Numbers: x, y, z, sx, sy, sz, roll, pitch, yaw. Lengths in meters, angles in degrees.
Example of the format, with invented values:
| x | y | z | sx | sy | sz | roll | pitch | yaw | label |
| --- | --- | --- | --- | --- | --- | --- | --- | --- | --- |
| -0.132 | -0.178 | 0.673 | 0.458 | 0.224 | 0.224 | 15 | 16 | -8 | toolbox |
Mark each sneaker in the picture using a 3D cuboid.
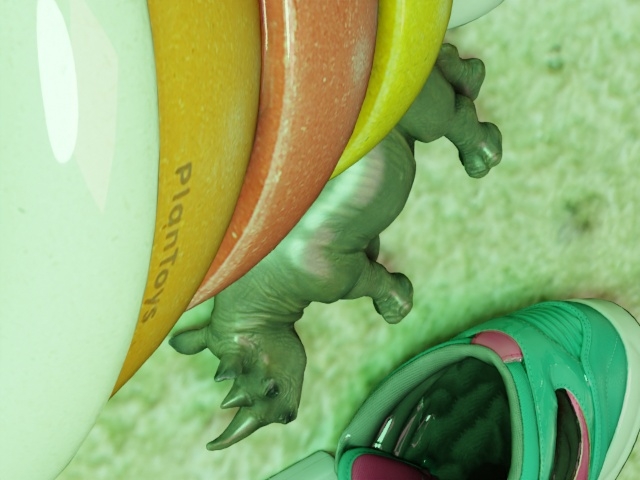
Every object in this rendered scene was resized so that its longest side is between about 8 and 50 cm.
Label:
| x | y | z | sx | sy | sz | roll | pitch | yaw | label |
| --- | --- | --- | --- | --- | --- | --- | --- | --- | --- |
| 0.081 | 0.174 | 1.062 | 0.178 | 0.124 | 0.295 | 5 | 100 | -48 | sneaker |

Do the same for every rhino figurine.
| x | y | z | sx | sy | sz | roll | pitch | yaw | label |
| --- | --- | --- | --- | --- | --- | --- | --- | --- | --- |
| 0.000 | 0.000 | 0.972 | 0.106 | 0.073 | 0.243 | 26 | 96 | -44 | rhino figurine |

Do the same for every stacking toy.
| x | y | z | sx | sy | sz | roll | pitch | yaw | label |
| --- | --- | --- | --- | --- | --- | --- | --- | --- | --- |
| -0.063 | -0.104 | 0.781 | 0.480 | 0.351 | 0.350 | -19 | 122 | -49 | stacking toy |

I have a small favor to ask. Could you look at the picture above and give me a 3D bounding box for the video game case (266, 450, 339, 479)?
| x | y | z | sx | sy | sz | roll | pitch | yaw | label |
| --- | --- | --- | --- | --- | --- | --- | --- | --- | --- |
| -0.062 | 0.243 | 1.069 | 0.212 | 0.023 | 0.193 | -27 | 124 | -24 | video game case |
